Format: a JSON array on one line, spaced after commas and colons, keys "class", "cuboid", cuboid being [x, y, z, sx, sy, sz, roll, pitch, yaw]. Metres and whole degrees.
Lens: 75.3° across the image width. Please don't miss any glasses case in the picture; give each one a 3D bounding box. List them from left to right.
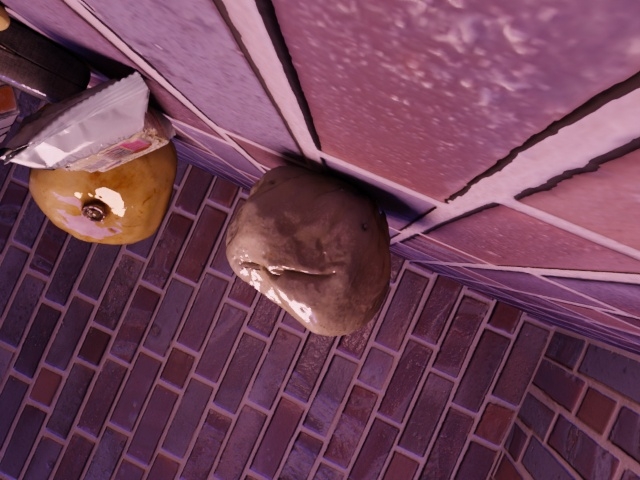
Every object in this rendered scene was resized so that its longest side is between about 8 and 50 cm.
[{"class": "glasses case", "cuboid": [-0.459, -0.267, 0.505, 0.323, 0.074, 0.131, 24, -178, -38]}]

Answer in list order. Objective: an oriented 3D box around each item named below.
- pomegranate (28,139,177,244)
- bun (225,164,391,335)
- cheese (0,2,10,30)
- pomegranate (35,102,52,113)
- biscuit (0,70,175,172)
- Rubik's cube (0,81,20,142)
[{"class": "pomegranate", "cuboid": [-0.499, -0.147, 0.998, 0.332, 0.333, 0.332, 24, 180, 0]}, {"class": "bun", "cuboid": [0.000, 0.004, 0.633, 0.281, 0.205, 0.281, 32, -168, -7]}, {"class": "cheese", "cuboid": [-0.377, -0.250, 0.379, 0.086, 0.036, 0.162, 23, -179, -1]}, {"class": "pomegranate", "cuboid": [-0.820, -0.346, 1.393, 0.264, 0.264, 0.264, 24, 180, 0]}, {"class": "biscuit", "cuboid": [-0.318, -0.158, 0.613, 0.079, 0.186, 0.309, 62, 172, -14]}, {"class": "Rubik's cube", "cuboid": [-0.648, -0.247, 0.631, 0.319, 0.319, 0.264, 24, -154, 31]}]
